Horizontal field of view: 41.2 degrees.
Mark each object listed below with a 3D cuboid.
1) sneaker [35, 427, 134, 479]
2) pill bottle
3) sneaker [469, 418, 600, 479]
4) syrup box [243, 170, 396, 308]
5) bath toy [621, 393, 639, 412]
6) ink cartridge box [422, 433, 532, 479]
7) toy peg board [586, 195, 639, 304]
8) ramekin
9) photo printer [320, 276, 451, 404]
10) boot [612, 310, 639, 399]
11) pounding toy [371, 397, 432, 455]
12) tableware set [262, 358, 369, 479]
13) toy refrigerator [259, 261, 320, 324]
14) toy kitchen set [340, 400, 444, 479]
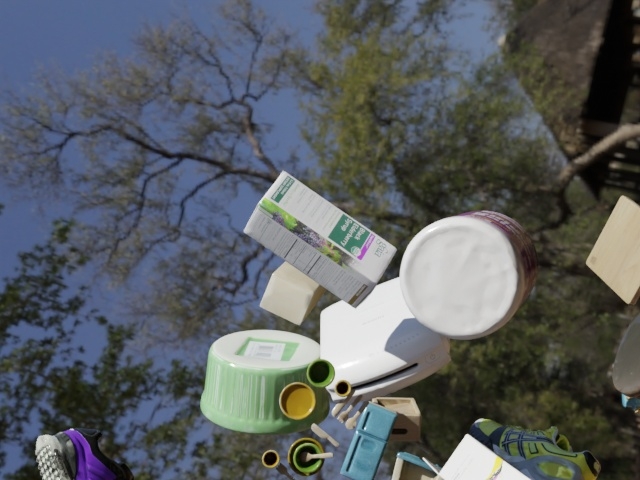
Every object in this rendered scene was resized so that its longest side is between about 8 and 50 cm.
[{"bbox_3d":[-0.392,0.466,1.521,0.146,0.293,0.102,-10,-21,-40],"label":"sneaker"},{"bbox_3d":[0.232,0.040,1.262,0.301,0.169,0.169,-14,-63,-70],"label":"pill bottle"},{"bbox_3d":[0.454,0.463,1.809,0.147,0.385,0.145,-42,-70,-7],"label":"sneaker"},{"bbox_3d":[0.000,0.000,1.438,0.093,0.237,0.096,-56,0,-40],"label":"syrup box"},{"bbox_3d":[0.759,0.257,1.641,0.151,0.348,0.129,-10,-84,-84],"label":"bath toy"},{"bbox_3d":[0.230,0.314,1.059,0.115,0.198,0.067,41,-97,-34],"label":"ink cartridge box"},{"bbox_3d":[0.626,0.023,1.669,0.160,0.079,0.161,-118,45,-58],"label":"toy peg board"},{"bbox_3d":[-0.125,0.318,1.980,0.303,0.303,0.148,-26,-59,-64],"label":"ramekin"},{"bbox_3d":[0.121,0.194,1.672,0.307,0.256,0.107,-88,-26,-69],"label":"photo printer"},{"bbox_3d":[0.451,0.099,1.016,0.305,0.115,0.112,-44,5,-35],"label":"boot"},{"bbox_3d":[0.205,0.468,2.147,0.130,0.141,0.100,-107,19,-77],"label":"pounding toy"},{"bbox_3d":[-0.015,0.235,1.099,0.154,0.104,0.024,-49,-1,-11],"label":"tableware set"},{"bbox_3d":[-0.047,0.103,1.974,0.269,0.102,0.094,-47,-19,-73],"label":"toy refrigerator"},{"bbox_3d":[0.144,0.337,1.277,0.166,0.207,0.122,68,-138,-80],"label":"toy kitchen set"}]
